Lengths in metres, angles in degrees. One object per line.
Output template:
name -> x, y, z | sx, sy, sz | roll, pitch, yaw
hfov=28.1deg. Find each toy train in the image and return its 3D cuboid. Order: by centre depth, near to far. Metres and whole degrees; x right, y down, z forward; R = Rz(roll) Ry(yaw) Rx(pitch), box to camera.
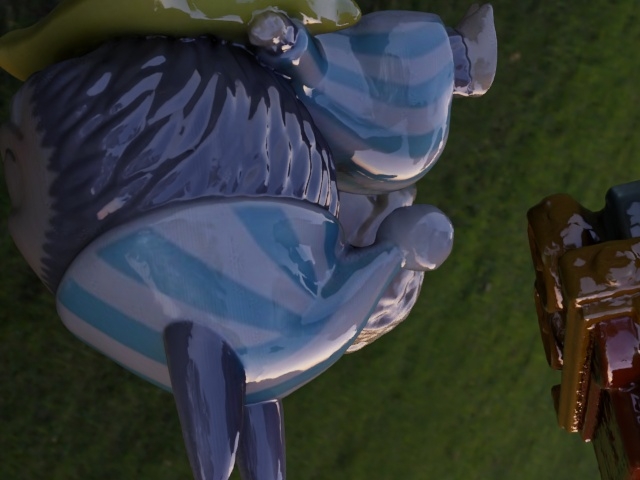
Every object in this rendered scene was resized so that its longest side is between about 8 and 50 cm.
toy train -> 0.242, 0.094, 0.863 | 0.369, 0.163, 0.231 | 68, 10, -67

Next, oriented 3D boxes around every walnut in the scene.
walnut -> 0.001, -0.001, 1.386 | 0.248, 0.248, 0.248 | -32, 131, -46

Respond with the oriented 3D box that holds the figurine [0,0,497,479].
figurine -> -0.044, 0.012, 0.929 | 0.361, 0.266, 0.377 | -2, 84, -26
